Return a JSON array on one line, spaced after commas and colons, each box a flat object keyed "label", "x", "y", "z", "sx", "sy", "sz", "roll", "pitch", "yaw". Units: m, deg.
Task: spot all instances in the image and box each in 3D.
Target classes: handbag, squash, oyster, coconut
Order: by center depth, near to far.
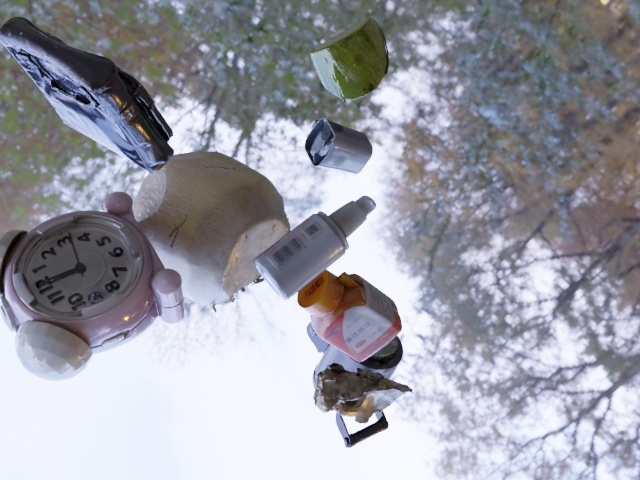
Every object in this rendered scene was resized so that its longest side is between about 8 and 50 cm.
[{"label": "handbag", "x": -0.374, "y": -0.239, "z": 1.327, "sx": 0.275, "sy": 0.088, "sz": 0.244, "roll": 31, "pitch": 164, "yaw": 30}, {"label": "oyster", "x": 0.077, "y": 0.307, "z": 1.669, "sx": 0.233, "sy": 0.161, "sz": 0.107, "roll": 10, "pitch": -136, "yaw": -41}, {"label": "coconut", "x": -0.269, "y": -0.041, "z": 1.890, "sx": 0.360, "sy": 0.346, "sz": 0.346, "roll": 31, "pitch": -159, "yaw": 25}, {"label": "squash", "x": 0.068, "y": -0.438, "z": 1.968, "sx": 0.085, "sy": 0.192, "sz": 0.184, "roll": 19, "pitch": -133, "yaw": -65}]

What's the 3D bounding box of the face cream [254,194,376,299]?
[{"label": "face cream", "x": 0.000, "y": 0.000, "z": 1.546, "sx": 0.101, "sy": 0.252, "sz": 0.101, "roll": 49, "pitch": 169, "yaw": 13}]

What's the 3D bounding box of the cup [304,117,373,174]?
[{"label": "cup", "x": 0.035, "y": -0.224, "z": 1.888, "sx": 0.129, "sy": 0.095, "sz": 0.128, "roll": 12, "pitch": -142, "yaw": -38}]

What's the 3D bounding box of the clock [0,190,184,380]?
[{"label": "clock", "x": -0.474, "y": 0.087, "z": 1.618, "sx": 0.326, "sy": 0.184, "sz": 0.342, "roll": -24, "pitch": -126, "yaw": -25}]

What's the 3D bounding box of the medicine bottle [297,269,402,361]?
[{"label": "medicine bottle", "x": 0.060, "y": 0.159, "z": 1.838, "sx": 0.222, "sy": 0.149, "sz": 0.112, "roll": 36, "pitch": -156, "yaw": -31}]

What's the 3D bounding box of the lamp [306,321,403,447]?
[{"label": "lamp", "x": 0.112, "y": 0.351, "z": 2.300, "sx": 0.205, "sy": 0.272, "sz": 0.374, "roll": -15, "pitch": -110, "yaw": -39}]
